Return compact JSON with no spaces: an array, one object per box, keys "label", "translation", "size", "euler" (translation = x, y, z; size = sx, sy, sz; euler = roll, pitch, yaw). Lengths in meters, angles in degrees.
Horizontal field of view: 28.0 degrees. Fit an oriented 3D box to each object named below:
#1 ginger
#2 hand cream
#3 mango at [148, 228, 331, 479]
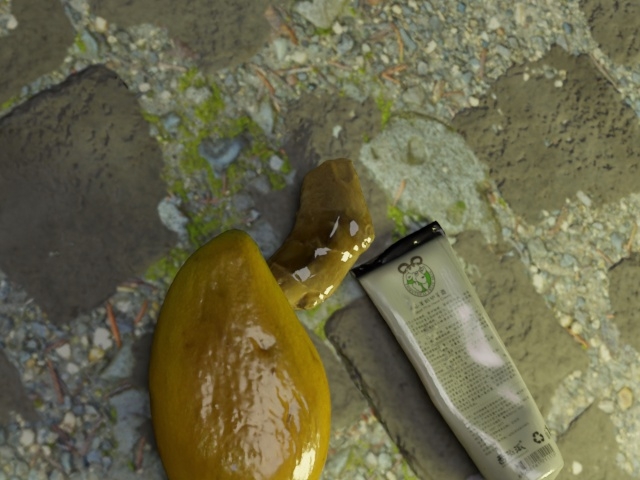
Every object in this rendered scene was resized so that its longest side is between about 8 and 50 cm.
[{"label":"ginger","translation":[-0.001,-0.001,1.348],"size":[0.095,0.069,0.190],"euler":[33,71,-6]},{"label":"hand cream","translation":[0.161,0.144,1.376],"size":[0.121,0.076,0.336],"euler":[-25,79,-26]},{"label":"mango","translation":[-0.080,0.147,1.256],"size":[0.177,0.119,0.316],"euler":[-9,85,1]}]
